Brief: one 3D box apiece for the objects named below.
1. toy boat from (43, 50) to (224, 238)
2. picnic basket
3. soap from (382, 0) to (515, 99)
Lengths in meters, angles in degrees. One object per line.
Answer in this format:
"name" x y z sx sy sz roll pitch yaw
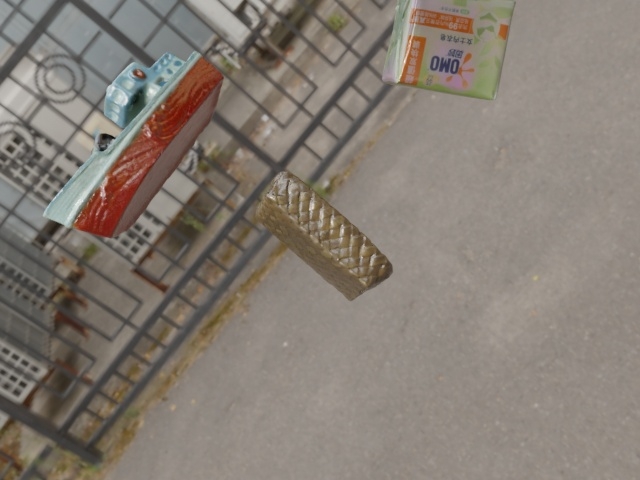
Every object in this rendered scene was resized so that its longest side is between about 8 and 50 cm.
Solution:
"toy boat" -0.273 -0.140 1.148 0.332 0.133 0.145 -61 1 -33
"picnic basket" 0.000 0.000 1.039 0.055 0.193 0.110 -51 2 -22
"soap" 0.226 -0.356 1.455 0.138 0.199 0.182 -123 42 -72
